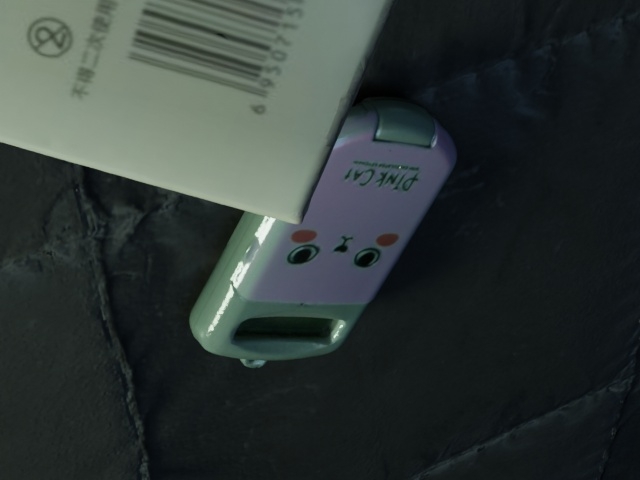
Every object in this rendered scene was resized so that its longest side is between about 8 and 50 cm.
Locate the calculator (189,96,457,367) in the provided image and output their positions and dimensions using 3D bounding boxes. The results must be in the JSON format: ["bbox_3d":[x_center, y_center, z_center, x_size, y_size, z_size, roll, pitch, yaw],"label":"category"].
[{"bbox_3d":[0.000,0.000,0.942,0.141,0.045,0.246,5,127,-40],"label":"calculator"}]

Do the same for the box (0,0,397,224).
[{"bbox_3d":[-0.146,-0.159,0.421,0.341,0.225,0.143,16,120,-15],"label":"box"}]
